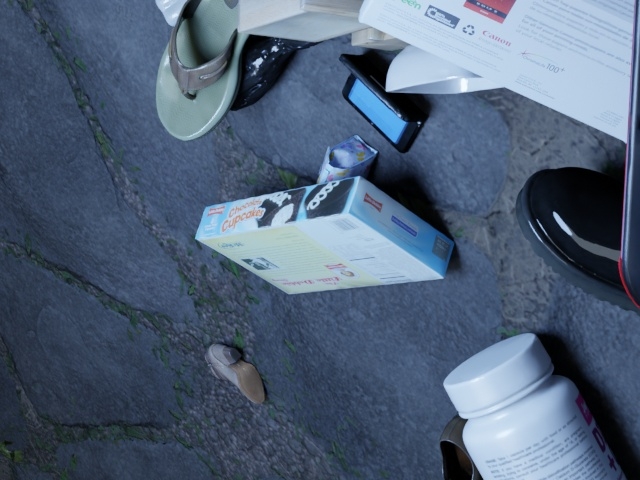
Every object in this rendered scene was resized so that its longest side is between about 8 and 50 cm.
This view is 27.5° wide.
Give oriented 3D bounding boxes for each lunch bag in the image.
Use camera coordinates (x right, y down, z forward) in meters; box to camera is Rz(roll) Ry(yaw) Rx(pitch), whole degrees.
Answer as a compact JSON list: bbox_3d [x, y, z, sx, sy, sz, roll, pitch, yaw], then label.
[{"bbox_3d":[0.026,-0.092,1.741,0.053,0.083,0.071,40,138,20],"label":"lunch bag"}]

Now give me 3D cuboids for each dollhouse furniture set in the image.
[{"bbox_3d":[0.015,-0.408,1.446,0.174,0.303,0.355,2,88,60],"label":"dollhouse furniture set"}]

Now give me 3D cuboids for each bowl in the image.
[{"bbox_3d":[0.159,-0.201,1.499,0.142,0.142,0.053,-1,93,49],"label":"bowl"}]

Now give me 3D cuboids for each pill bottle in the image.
[{"bbox_3d":[0.281,0.271,1.659,0.160,0.160,0.283,-24,97,50],"label":"pill bottle"}]

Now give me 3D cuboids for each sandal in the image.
[{"bbox_3d":[-0.150,-0.260,1.684,0.120,0.086,0.302,39,126,16],"label":"sandal"}]

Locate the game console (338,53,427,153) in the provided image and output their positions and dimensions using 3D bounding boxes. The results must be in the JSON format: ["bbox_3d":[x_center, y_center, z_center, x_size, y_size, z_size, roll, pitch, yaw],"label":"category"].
[{"bbox_3d":[0.067,-0.171,1.660,0.122,0.107,0.071,45,111,14],"label":"game console"}]

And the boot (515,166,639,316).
[{"bbox_3d":[0.394,-0.030,1.353,0.348,0.131,0.260,31,142,8],"label":"boot"}]

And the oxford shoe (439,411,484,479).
[{"bbox_3d":[0.215,0.352,1.833,0.083,0.096,0.227,-8,110,46],"label":"oxford shoe"}]

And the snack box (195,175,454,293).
[{"bbox_3d":[0.000,0.000,1.772,0.187,0.060,0.322,33,154,-34],"label":"snack box"}]

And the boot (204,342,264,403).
[{"bbox_3d":[-0.144,0.220,2.164,0.087,0.042,0.118,-20,99,57],"label":"boot"}]

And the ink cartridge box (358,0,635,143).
[{"bbox_3d":[0.235,-0.280,1.267,0.309,0.130,0.272,24,137,-6],"label":"ink cartridge box"}]

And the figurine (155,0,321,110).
[{"bbox_3d":[-0.095,-0.312,1.732,0.209,0.092,0.215,-32,90,43],"label":"figurine"}]

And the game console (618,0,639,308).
[{"bbox_3d":[0.442,-0.105,1.150,0.342,0.060,0.386,2,109,10],"label":"game console"}]
